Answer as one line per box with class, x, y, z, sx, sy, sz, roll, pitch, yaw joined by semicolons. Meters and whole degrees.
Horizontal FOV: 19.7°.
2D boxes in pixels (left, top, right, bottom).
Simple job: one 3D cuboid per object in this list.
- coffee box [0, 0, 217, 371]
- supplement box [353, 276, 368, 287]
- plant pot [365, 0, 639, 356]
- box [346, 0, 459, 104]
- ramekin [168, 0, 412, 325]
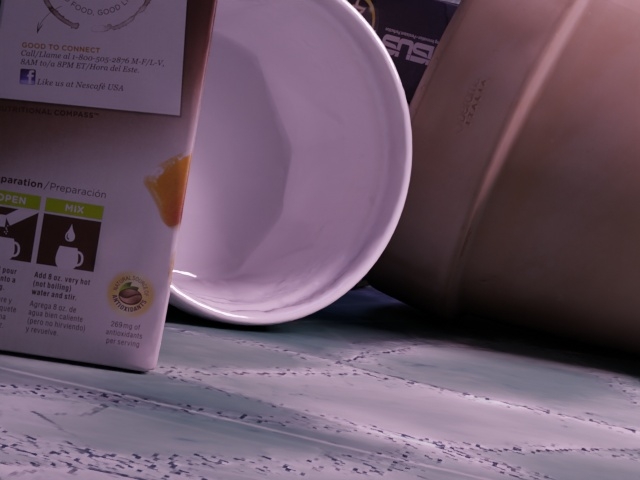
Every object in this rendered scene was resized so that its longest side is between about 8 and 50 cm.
coffee box;-0.108;-0.074;0.876;0.098;0.246;0.141;9;5;-9
supplement box;0.000;0.000;1.406;0.083;0.056;0.083;11;4;14
plant pot;0.225;-0.050;1.210;0.280;0.323;0.323;27;9;14
box;0.096;-0.161;1.604;0.318;0.097;0.395;14;6;-43
ramekin;-0.060;-0.055;1.078;0.207;0.207;0.109;7;-4;-31
